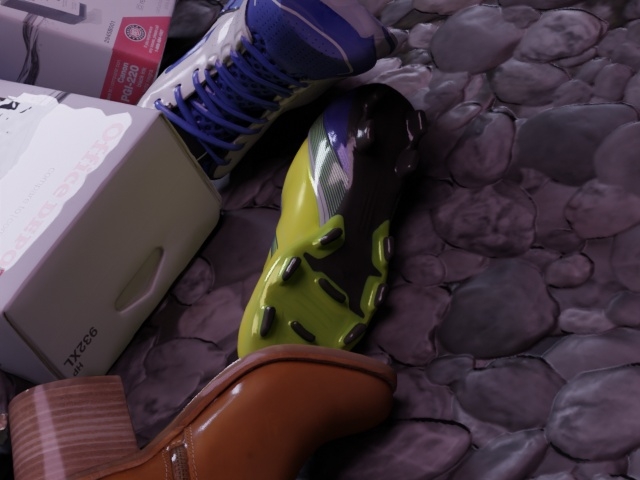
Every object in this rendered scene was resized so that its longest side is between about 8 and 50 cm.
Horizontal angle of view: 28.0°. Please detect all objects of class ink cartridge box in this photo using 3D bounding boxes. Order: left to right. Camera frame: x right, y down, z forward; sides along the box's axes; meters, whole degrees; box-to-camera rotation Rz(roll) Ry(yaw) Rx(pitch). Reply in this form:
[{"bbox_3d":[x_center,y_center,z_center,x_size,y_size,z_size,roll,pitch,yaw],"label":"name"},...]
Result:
[{"bbox_3d":[-0.277,-0.018,1.133,0.307,0.129,0.223,14,59,37],"label":"ink cartridge box"},{"bbox_3d":[-0.260,-0.222,1.273,0.218,0.092,0.158,15,45,-9],"label":"ink cartridge box"}]

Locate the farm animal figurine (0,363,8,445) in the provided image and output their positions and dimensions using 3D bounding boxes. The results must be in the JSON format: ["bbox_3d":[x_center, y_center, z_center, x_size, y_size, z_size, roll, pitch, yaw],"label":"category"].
[{"bbox_3d":[-0.310,0.191,0.830,0.172,0.327,0.330,31,59,9],"label":"farm animal figurine"}]

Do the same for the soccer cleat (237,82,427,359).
[{"bbox_3d":[0.001,0.000,1.022,0.121,0.093,0.289,-26,35,52],"label":"soccer cleat"}]

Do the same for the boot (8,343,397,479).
[{"bbox_3d":[-0.050,0.187,0.818,0.109,0.283,0.220,-46,54,47],"label":"boot"}]

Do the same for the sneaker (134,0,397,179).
[{"bbox_3d":[-0.058,-0.135,1.113,0.182,0.127,0.315,-52,15,-7],"label":"sneaker"}]
